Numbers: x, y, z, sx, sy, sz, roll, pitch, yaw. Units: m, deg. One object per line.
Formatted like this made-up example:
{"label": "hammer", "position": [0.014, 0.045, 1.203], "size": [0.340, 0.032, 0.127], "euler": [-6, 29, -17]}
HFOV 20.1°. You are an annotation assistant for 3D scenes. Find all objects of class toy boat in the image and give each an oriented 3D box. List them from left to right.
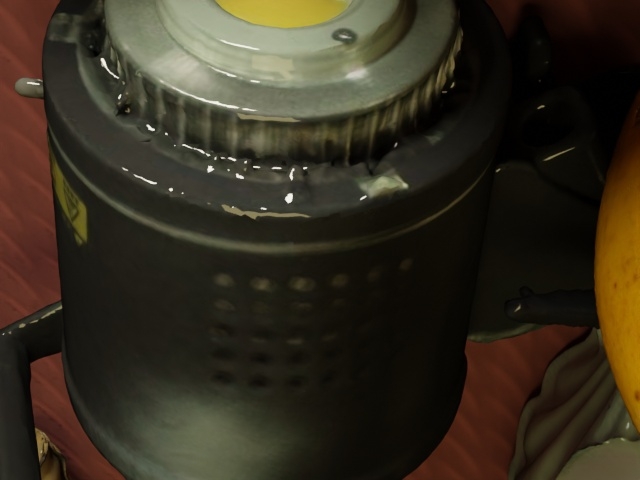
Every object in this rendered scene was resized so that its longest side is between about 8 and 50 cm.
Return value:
{"label": "toy boat", "position": [0.189, 0.160, 1.030], "size": [0.199, 0.100, 0.290], "euler": [11, 125, 22]}

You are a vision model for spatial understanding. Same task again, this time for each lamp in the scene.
{"label": "lamp", "position": [-0.034, -0.016, 0.830], "size": [0.374, 0.205, 0.272], "euler": [-19, 136, 4]}

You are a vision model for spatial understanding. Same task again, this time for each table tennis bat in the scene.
{"label": "table tennis bat", "position": [0.139, -0.063, 0.908], "size": [0.083, 0.007, 0.050], "euler": [-16, 132, 18]}

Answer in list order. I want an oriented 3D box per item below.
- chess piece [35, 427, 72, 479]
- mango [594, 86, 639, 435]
{"label": "chess piece", "position": [-0.155, 0.187, 1.156], "size": [0.060, 0.060, 0.172], "euler": [-17, 133, 21]}
{"label": "mango", "position": [0.222, -0.024, 0.775], "size": [0.191, 0.290, 0.160], "euler": [38, 168, 4]}
